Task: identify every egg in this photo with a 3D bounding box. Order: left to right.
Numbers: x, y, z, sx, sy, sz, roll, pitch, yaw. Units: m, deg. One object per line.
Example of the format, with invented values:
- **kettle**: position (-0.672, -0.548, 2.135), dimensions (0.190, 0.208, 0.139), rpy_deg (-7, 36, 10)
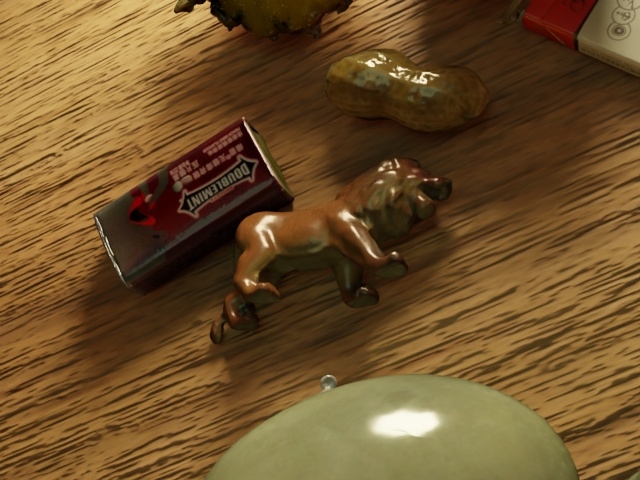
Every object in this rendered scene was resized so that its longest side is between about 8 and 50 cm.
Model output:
- **egg**: position (0.051, 0.249, 0.708), dimensions (0.352, 0.258, 0.258), rpy_deg (-13, 68, 0)

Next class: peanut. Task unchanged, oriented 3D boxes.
- **peanut**: position (0.097, -0.172, 0.944), dimensions (0.192, 0.089, 0.089), rpy_deg (17, 79, 19)

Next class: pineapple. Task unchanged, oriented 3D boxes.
- **pineapple**: position (-0.035, -0.338, 1.027), dimensions (0.334, 0.161, 0.158), rpy_deg (-13, 27, 30)

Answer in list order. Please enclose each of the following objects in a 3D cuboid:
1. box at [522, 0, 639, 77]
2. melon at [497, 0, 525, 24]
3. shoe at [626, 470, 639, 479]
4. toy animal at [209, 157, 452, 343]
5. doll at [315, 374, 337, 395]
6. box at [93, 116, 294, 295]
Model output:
- **box**: position (0.361, -0.247, 0.900), dimensions (0.245, 0.035, 0.139), rpy_deg (31, 85, 25)
- **melon**: position (0.182, -0.431, 0.906), dimensions (0.272, 0.272, 0.308), rpy_deg (-45, 59, 1)
- **shoe**: position (0.278, 0.257, 0.702), dimensions (0.293, 0.149, 0.109), rpy_deg (-41, 66, 1)
- **toy animal**: position (0.000, 0.000, 0.924), dimensions (0.312, 0.097, 0.158), rpy_deg (-14, 56, 17)
- **doll**: position (-0.015, 0.253, 0.856), dimensions (0.114, 0.057, 0.227), rpy_deg (18, 82, 8)
- **box**: position (-0.153, -0.041, 0.994), dimensions (0.224, 0.069, 0.120), rpy_deg (-30, 65, 6)
